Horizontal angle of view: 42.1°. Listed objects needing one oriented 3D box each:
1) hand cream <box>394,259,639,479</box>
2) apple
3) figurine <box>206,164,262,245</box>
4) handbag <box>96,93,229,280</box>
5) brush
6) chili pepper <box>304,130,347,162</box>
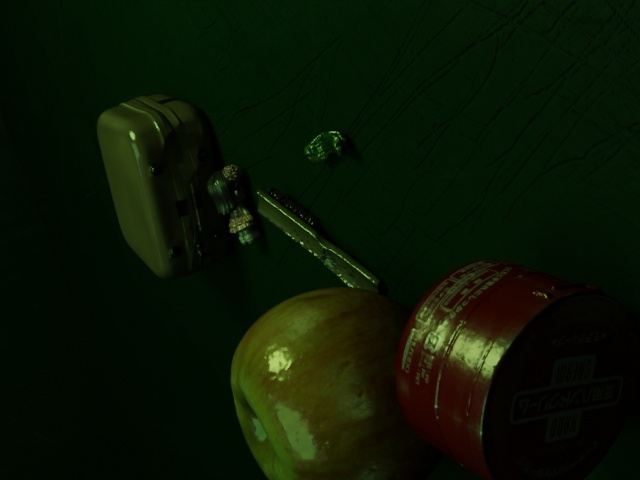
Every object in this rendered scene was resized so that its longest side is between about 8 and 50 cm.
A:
[{"bbox_3d":[0.172,0.118,0.735,0.125,0.193,0.193,26,133,56],"label":"hand cream"},{"bbox_3d":[0.026,0.193,1.013,0.286,0.233,0.285,49,152,38],"label":"apple"},{"bbox_3d":[-0.135,-0.054,1.316,0.072,0.054,0.129,-6,107,58],"label":"figurine"},{"bbox_3d":[-0.289,-0.108,1.459,0.283,0.149,0.301,30,138,47],"label":"handbag"},{"bbox_3d":[0.000,0.000,1.137,0.248,0.036,0.043,38,146,34],"label":"brush"},{"bbox_3d":[0.009,-0.117,1.035,0.030,0.034,0.091,40,161,-22],"label":"chili pepper"}]
